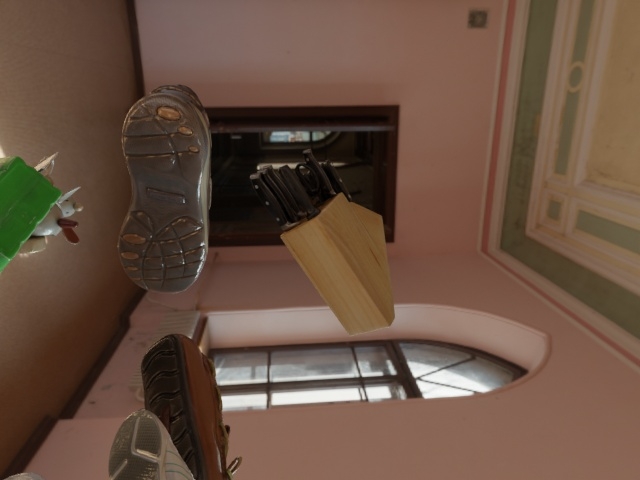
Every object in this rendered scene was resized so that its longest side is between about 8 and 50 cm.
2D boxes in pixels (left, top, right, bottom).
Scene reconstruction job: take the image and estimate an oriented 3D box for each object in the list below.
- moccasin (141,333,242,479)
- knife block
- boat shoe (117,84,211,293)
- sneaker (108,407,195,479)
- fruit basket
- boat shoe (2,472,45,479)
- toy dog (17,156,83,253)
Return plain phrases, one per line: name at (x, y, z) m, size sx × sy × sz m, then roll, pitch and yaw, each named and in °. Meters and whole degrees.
moccasin at (-0.196, 0.324, 0.673) m, size 0.147 × 0.139 × 0.380 m, roll 46°, pitch 8°, yaw -43°
knife block at (0.000, 0.000, 0.705) m, size 0.088 × 0.242 × 0.275 m, roll -25°, pitch -121°, yaw 41°
boat shoe at (-0.217, -0.064, 0.668) m, size 0.130 × 0.132 × 0.355 m, roll -85°, pitch -165°, yaw -51°
sneaker at (-0.133, 0.215, 0.376) m, size 0.152 × 0.054 × 0.061 m, roll 48°, pitch -9°, yaw 35°
fruit basket at (-0.714, -0.030, 0.878) m, size 0.165 × 0.353 × 0.327 m, roll 58°, pitch 31°, yaw -41°
boat shoe at (-0.820, 0.705, 1.184) m, size 0.113 × 0.306 × 0.105 m, roll 52°, pitch 14°, yaw 15°
toy dog at (-0.729, -0.078, 1.234) m, size 0.333 × 0.161 × 0.220 m, roll -101°, pitch -159°, yaw -54°
